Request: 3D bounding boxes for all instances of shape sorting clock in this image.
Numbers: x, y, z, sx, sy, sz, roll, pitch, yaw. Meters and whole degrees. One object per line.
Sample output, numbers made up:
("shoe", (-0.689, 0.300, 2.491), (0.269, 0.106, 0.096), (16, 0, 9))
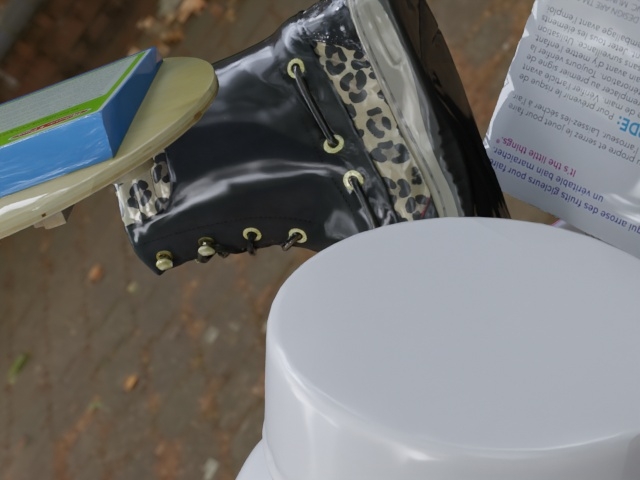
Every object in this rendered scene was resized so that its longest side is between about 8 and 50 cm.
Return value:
("shape sorting clock", (-0.140, -0.031, 0.710), (0.206, 0.040, 0.206), (-20, 16, 6))

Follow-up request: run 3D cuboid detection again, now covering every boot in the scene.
("boot", (0.000, -0.001, 0.819), (0.179, 0.236, 0.085), (-19, -3, 22))

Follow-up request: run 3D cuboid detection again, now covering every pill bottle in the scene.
("pill bottle", (0.045, 0.147, 0.555), (0.161, 0.161, 0.283), (-97, 7, -60))

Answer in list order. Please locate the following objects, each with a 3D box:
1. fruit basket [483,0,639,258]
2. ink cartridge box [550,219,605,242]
("fruit basket", (0.267, -0.128, 0.726), (0.327, 0.165, 0.353), (27, 111, 29))
("ink cartridge box", (0.113, 0.113, 0.915), (0.065, 0.185, 0.311), (-34, -3, 43))
